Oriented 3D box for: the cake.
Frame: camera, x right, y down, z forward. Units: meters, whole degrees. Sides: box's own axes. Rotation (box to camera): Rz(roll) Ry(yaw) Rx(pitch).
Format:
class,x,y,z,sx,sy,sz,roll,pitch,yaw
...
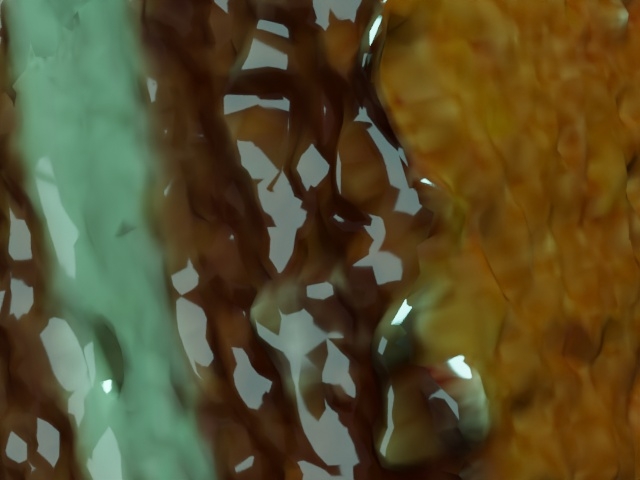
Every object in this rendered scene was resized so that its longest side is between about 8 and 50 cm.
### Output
class,x,y,z,sx,sy,sz,roll,pitch,yaw
cake,-0.005,0.007,0.538,0.320,0.270,0.269,-11,90,42
